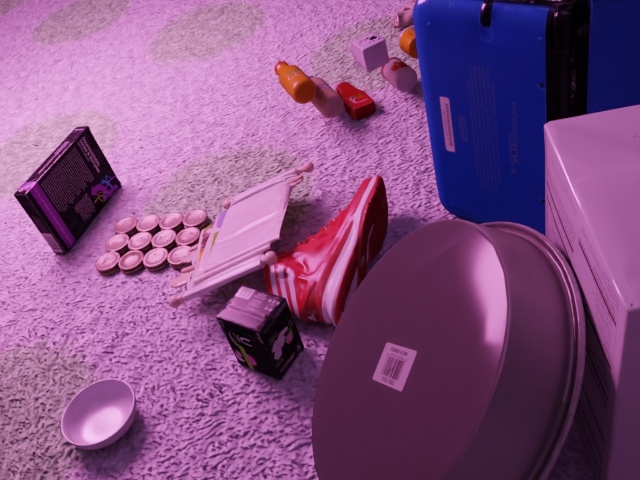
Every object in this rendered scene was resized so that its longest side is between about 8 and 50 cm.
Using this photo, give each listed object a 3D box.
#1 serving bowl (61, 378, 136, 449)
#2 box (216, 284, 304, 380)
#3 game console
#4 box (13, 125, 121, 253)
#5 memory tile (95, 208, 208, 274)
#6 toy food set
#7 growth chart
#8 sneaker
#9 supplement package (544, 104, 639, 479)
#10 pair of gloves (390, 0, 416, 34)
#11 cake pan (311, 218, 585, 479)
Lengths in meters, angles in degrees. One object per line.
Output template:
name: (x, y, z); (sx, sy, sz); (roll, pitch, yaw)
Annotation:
serving bowl: (-0.236, 0.192, 0.733); (0.083, 0.027, 0.083); (-9, 42, 9)
box: (-0.064, 0.099, 0.731); (0.062, 0.083, 0.052); (14, 49, 32)
game console: (0.262, -0.152, 0.733); (0.250, 0.293, 0.173); (23, 54, 37)
box: (-0.370, -0.077, 1.005); (0.029, 0.116, 0.162); (4, 45, 24)
memory tile: (-0.236, 0.002, 0.950); (0.148, 0.012, 0.113); (-5, 43, 14)
toy food set: (0.051, -0.268, 1.066); (0.232, 0.111, 0.104); (-28, 43, -7)
growth chart: (-0.103, -0.013, 0.869); (0.171, 0.021, 0.237); (-20, 30, 24)
sneaker: (0.000, 0.000, 0.817); (0.128, 0.087, 0.221); (5, 45, 22)
supplement package: (0.296, 0.050, 0.523); (0.199, 0.263, 0.198); (-10, 42, 9)
pair of gloves: (0.225, -0.401, 1.165); (0.204, 0.042, 0.240); (-15, 25, 5)
cake pan: (0.082, 0.108, 0.557); (0.293, 0.054, 0.293); (-48, 26, 34)
